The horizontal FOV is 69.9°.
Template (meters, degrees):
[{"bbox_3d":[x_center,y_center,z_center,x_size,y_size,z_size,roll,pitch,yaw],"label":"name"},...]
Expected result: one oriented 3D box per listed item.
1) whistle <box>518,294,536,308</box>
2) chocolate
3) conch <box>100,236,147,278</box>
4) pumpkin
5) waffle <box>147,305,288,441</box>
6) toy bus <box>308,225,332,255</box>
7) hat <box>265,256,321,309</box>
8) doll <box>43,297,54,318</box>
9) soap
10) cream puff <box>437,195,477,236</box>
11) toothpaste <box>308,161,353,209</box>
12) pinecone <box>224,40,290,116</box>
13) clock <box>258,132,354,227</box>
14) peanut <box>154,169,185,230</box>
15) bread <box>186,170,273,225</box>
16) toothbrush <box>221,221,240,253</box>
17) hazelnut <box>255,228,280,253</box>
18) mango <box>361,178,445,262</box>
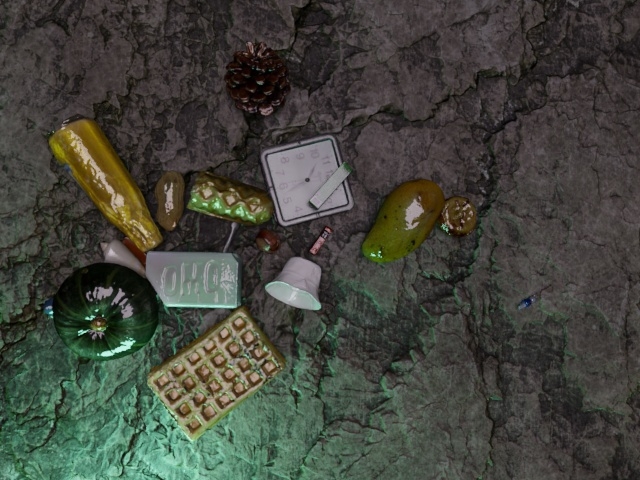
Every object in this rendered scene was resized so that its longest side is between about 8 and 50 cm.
[{"bbox_3d":[0.743,0.224,1.641,0.083,0.029,0.033,-25,107,-15],"label":"whistle"},{"bbox_3d":[-0.644,-0.159,1.410,0.162,0.162,0.446,-34,94,-7],"label":"chocolate"},{"bbox_3d":[-0.607,0.052,1.443,0.176,0.104,0.094,23,112,-9],"label":"conch"},{"bbox_3d":[-0.634,0.207,1.369,0.299,0.207,0.301,-1,110,-3],"label":"pumpkin"},{"bbox_3d":[-0.326,0.410,1.457,0.376,0.114,0.261,-37,90,-7],"label":"waffle"},{"bbox_3d":[0.000,0.000,1.545,0.031,0.043,0.110,35,84,-4],"label":"toy bus"},{"bbox_3d":[-0.069,0.132,1.482,0.203,0.203,0.126,23,63,-6],"label":"hat"},{"bbox_3d":[-0.819,0.206,1.431,0.083,0.050,0.076,-23,95,-9],"label":"doll"},{"bbox_3d":[-0.395,0.121,1.443,0.289,0.095,0.173,2,86,1],"label":"soap"},{"bbox_3d":[0.470,-0.082,1.590,0.148,0.084,0.149,1,85,-10],"label":"cream puff"},{"bbox_3d":[0.034,-0.179,1.511,0.043,0.037,0.178,42,84,-1],"label":"toothpaste"},{"bbox_3d":[-0.205,-0.522,1.461,0.221,0.221,0.222,0,88,-7],"label":"pinecone"},{"bbox_3d":[-0.048,-0.203,1.544,0.278,0.049,0.274,-15,90,-8],"label":"clock"},{"bbox_3d":[-0.485,-0.129,1.468,0.093,0.083,0.194,7,88,-7],"label":"peanut"},{"bbox_3d":[-0.280,-0.129,1.460,0.267,0.152,0.130,16,106,-9],"label":"bread"},{"bbox_3d":[-0.325,0.063,1.510,0.030,0.030,0.298,21,86,-13],"label":"toothbrush"},{"bbox_3d":[-0.172,0.002,1.511,0.086,0.086,0.087,0,88,-7],"label":"hazelnut"},{"bbox_3d":[0.279,-0.059,1.528,0.176,0.175,0.330,29,82,39],"label":"mango"}]
